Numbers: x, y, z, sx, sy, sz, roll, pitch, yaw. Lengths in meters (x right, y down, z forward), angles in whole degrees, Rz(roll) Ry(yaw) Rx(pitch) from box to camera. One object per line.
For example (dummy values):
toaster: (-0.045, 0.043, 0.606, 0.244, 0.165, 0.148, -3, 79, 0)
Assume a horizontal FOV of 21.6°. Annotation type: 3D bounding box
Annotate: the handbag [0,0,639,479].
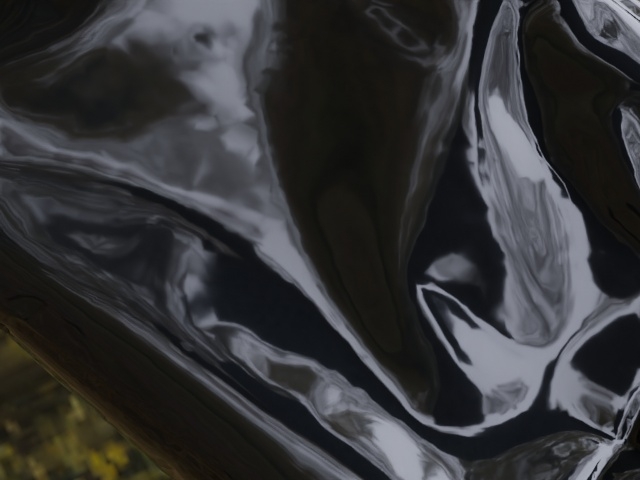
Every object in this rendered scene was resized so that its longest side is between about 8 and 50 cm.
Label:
handbag: (0.000, 0.000, 0.631, 0.302, 0.275, 0.178, 37, -19, 1)
